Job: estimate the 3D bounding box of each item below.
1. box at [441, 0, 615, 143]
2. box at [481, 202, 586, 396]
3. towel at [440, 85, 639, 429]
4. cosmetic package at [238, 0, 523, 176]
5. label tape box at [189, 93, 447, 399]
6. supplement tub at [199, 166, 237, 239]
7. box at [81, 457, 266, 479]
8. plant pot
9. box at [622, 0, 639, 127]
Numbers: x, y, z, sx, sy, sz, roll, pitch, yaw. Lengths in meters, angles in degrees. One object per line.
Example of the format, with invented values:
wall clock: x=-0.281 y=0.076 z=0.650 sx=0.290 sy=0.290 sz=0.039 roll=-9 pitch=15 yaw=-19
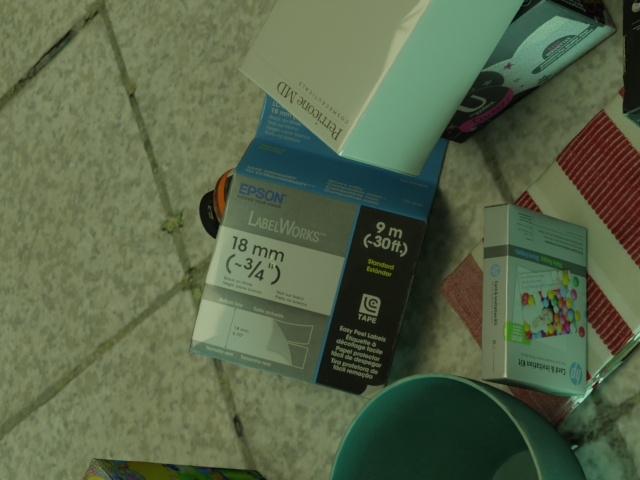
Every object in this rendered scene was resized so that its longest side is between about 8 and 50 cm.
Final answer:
box: x=0.184 y=-0.240 z=1.874 sx=0.247 sy=0.163 sz=0.142 roll=-35 pitch=62 yaw=31
box: x=0.228 y=0.065 z=1.730 sx=0.038 sy=0.145 sz=0.186 roll=-8 pitch=74 yaw=43
towel: x=0.295 y=0.022 z=1.804 sx=0.329 sy=0.037 sz=0.237 roll=-49 pitch=52 yaw=23
cosmetic package: x=0.098 y=-0.276 z=1.744 sx=0.197 sy=0.155 sz=0.365 roll=41 pitch=107 yaw=35
label tape box: x=0.000 y=0.000 z=1.951 sx=0.241 sy=0.106 sz=0.333 roll=14 pitch=92 yaw=5
supplement tub: x=-0.066 y=-0.057 z=2.104 sx=0.198 sy=0.106 sz=0.106 roll=-19 pitch=69 yaw=38
box: x=-0.131 y=0.417 z=1.943 sx=0.290 sy=0.279 sz=0.177 roll=40 pitch=108 yaw=41
plant pot: x=0.177 y=0.290 z=1.740 sx=0.290 sy=0.195 sz=0.290 roll=-7 pitch=79 yaw=42
box: x=0.439 y=-0.281 z=1.641 sx=0.295 sy=0.073 sz=0.293 roll=-26 pitch=47 yaw=41
